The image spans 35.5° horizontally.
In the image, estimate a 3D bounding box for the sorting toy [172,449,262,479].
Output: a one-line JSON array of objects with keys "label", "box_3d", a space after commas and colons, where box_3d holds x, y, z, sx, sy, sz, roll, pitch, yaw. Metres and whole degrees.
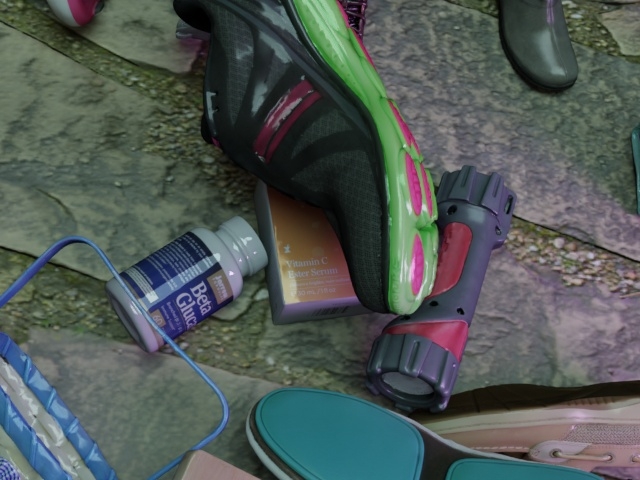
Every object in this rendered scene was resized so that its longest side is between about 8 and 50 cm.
[{"label": "sorting toy", "box_3d": [-0.086, 0.374, 0.982, 0.255, 0.089, 0.257, 32, 67, -22]}]

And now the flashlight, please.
[{"label": "flashlight", "box_3d": [0.138, 0.046, 1.157, 0.103, 0.103, 0.304, 48, 48, -36]}]

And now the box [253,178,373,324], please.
[{"label": "box", "box_3d": [0.000, 0.000, 1.165, 0.130, 0.091, 0.170, -7, 73, -13]}]

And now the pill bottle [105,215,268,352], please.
[{"label": "pill bottle", "box_3d": [-0.146, 0.044, 1.120, 0.169, 0.094, 0.094, -33, 80, -19]}]

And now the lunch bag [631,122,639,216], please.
[{"label": "lunch bag", "box_3d": [0.539, -0.117, 1.216, 0.223, 0.262, 0.160, 6, 70, -10]}]

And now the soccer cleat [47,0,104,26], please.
[{"label": "soccer cleat", "box_3d": [-0.342, -0.406, 1.245, 0.143, 0.116, 0.331, -6, 69, 4]}]

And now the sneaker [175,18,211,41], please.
[{"label": "sneaker", "box_3d": [-0.149, -0.380, 1.262, 0.115, 0.105, 0.281, -6, 73, -13]}]

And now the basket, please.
[{"label": "basket", "box_3d": [-0.269, 0.173, 0.994, 0.289, 0.201, 0.255, -41, 82, -11]}]

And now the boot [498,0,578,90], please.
[{"label": "boot", "box_3d": [0.287, -0.330, 1.296, 0.083, 0.161, 0.246, -15, 74, -15]}]

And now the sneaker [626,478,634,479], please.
[{"label": "sneaker", "box_3d": [0.432, 0.390, 1.088, 0.180, 0.124, 0.321, -41, 80, -20]}]

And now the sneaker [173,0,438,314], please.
[{"label": "sneaker", "box_3d": [-0.017, -0.119, 1.089, 0.202, 0.185, 0.482, -29, 67, 9]}]

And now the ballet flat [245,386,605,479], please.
[{"label": "ballet flat", "box_3d": [0.109, 0.269, 1.054, 0.400, 0.139, 0.139, 14, 68, 10]}]

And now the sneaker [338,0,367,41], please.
[{"label": "sneaker", "box_3d": [0.016, -0.279, 1.227, 0.106, 0.162, 0.281, 9, 69, -7]}]

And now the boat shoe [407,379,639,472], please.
[{"label": "boat shoe", "box_3d": [0.270, 0.224, 1.121, 0.341, 0.121, 0.110, -3, 94, 1]}]
